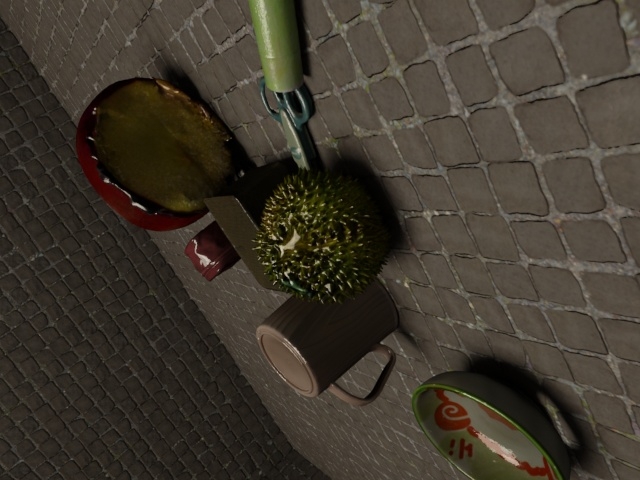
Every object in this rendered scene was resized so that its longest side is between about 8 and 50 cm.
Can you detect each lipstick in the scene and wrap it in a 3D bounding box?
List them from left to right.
[{"bbox_3d":[-0.079,-0.382,0.859,0.076,0.076,0.304,37,152,32],"label":"lipstick"}]

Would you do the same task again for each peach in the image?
[{"bbox_3d":[-0.416,-0.209,1.399,0.416,0.339,0.353,39,153,38],"label":"peach"}]

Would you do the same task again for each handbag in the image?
[{"bbox_3d":[-0.269,0.009,1.570,0.135,0.225,0.146,48,144,0],"label":"handbag"}]

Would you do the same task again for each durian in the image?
[{"bbox_3d":[-0.003,0.003,1.054,0.291,0.224,0.291,24,151,15],"label":"durian"}]

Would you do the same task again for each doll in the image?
[{"bbox_3d":[-0.218,-0.146,1.456,0.091,0.067,0.219,49,159,-9],"label":"doll"}]

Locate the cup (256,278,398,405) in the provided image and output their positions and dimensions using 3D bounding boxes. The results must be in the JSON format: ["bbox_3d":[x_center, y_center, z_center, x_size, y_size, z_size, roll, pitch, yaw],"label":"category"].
[{"bbox_3d":[0.031,0.223,1.259,0.208,0.273,0.288,-12,111,58],"label":"cup"}]

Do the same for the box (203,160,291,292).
[{"bbox_3d":[-0.112,-0.026,1.251,0.184,0.143,0.273,-1,126,55],"label":"box"}]

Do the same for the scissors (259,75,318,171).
[{"bbox_3d":[-0.040,-0.192,1.093,0.138,0.041,0.289,15,136,44],"label":"scissors"}]

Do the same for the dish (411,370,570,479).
[{"bbox_3d":[0.347,0.363,1.073,0.324,0.124,0.324,33,148,25],"label":"dish"}]
